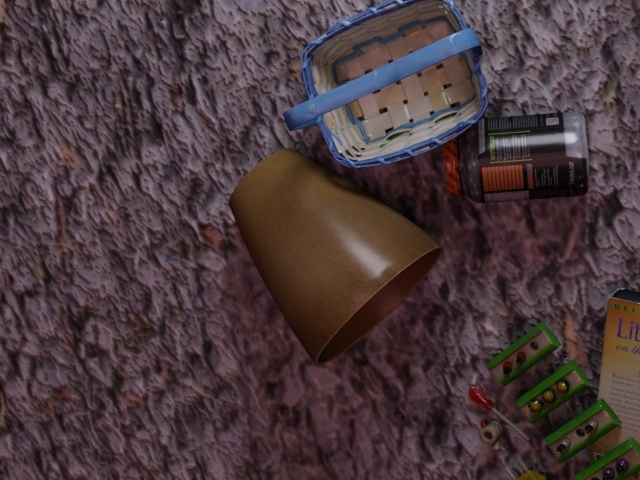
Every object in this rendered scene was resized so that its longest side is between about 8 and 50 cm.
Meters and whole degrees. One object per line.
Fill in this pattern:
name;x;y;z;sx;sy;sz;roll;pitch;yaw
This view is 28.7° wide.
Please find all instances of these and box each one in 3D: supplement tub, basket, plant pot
supplement tub;0.267;-0.112;1.707;0.191;0.117;0.117;-3;102;10
basket;0.099;-0.208;1.620;0.255;0.289;0.201;-21;88;16
plant pot;0.000;0.000;1.735;0.237;0.237;0.254;-45;78;15

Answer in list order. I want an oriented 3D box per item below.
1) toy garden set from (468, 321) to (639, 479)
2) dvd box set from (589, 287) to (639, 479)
toy garden set;0.312;0.273;1.786;0.204;0.049;0.244;-43;80;31
dvd box set;0.529;0.296;1.731;0.308;0.062;0.420;10;107;27
